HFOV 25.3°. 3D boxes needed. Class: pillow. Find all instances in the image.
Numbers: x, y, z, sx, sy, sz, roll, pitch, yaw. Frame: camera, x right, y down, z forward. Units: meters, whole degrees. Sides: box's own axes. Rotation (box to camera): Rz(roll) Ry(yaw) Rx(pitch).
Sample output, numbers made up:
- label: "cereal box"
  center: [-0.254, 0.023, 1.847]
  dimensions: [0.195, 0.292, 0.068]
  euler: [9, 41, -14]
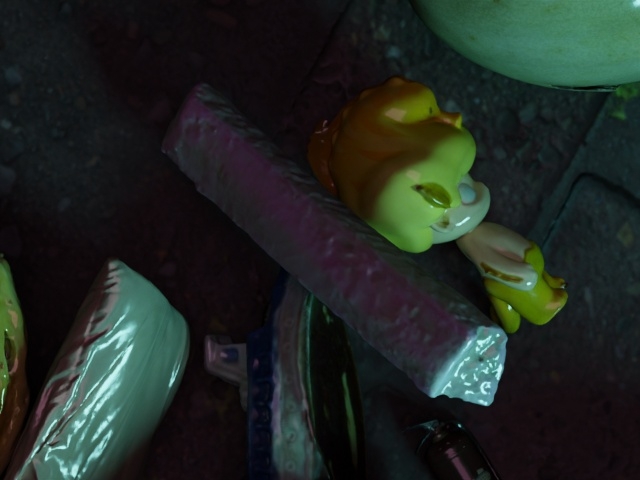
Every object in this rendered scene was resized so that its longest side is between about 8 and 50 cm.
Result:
- label: "pillow"
  center: [-0.178, 0.157, 1.123]
  dimensions: [0.067, 0.173, 0.270]
  euler: [21, 83, 26]

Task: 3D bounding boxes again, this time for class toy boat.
- label: "toy boat"
  center: [-0.034, 0.145, 1.164]
  dimensions: [0.115, 0.114, 0.262]
  euler: [-12, 80, 26]

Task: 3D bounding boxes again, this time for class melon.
- label: "melon"
  center: [0.205, -0.249, 1.124]
  dimensions: [0.330, 0.268, 0.269]
  euler: [-6, 86, 5]

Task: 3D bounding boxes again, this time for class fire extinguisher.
- label: "fire extinguisher"
  center: [0.131, 0.212, 1.198]
  dimensions: [0.064, 0.043, 0.158]
  euler: [-31, 89, -35]

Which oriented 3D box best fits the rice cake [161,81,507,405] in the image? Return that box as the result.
- label: "rice cake"
  center: [0.000, 0.000, 1.122]
  dimensions: [0.365, 0.056, 0.073]
  euler: [42, 118, 25]

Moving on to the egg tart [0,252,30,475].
- label: "egg tart"
  center: [-0.410, 0.096, 1.109]
  dimensions: [0.387, 0.169, 0.388]
  euler: [0, 90, -4]

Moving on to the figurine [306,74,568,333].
- label: "figurine"
  center: [0.101, -0.026, 1.168]
  dimensions: [0.246, 0.156, 0.131]
  euler: [44, 105, -5]
